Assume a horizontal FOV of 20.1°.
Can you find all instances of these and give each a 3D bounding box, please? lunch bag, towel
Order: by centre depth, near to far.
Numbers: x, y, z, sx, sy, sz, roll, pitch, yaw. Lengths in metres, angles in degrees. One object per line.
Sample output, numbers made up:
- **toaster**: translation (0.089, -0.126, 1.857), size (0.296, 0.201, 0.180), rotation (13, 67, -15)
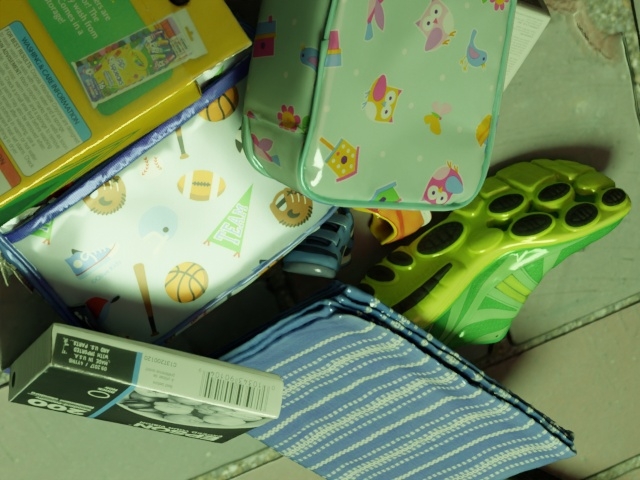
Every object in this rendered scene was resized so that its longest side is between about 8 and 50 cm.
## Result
- **lunch bag**: translation (0.057, -0.159, 1.492), size (0.224, 0.108, 0.279), rotation (1, 104, -39)
- **lunch bag**: translation (-0.146, -0.053, 1.557), size (0.303, 0.115, 0.243), rotation (-37, 120, -2)
- **towel**: translation (0.050, 0.169, 1.716), size (0.336, 0.040, 0.243), rotation (34, 133, -31)

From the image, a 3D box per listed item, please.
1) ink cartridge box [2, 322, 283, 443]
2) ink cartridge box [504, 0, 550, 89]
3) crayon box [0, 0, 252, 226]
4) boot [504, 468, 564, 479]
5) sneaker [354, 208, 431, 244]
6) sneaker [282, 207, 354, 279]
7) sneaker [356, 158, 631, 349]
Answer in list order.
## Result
- **ink cartridge box**: translation (-0.164, 0.134, 1.584), size (0.206, 0.208, 0.045), rotation (14, 71, -18)
- **ink cartridge box**: translation (0.105, -0.165, 1.650), size (0.145, 0.045, 0.179), rotation (15, 127, -27)
- **crayon box**: translation (-0.240, -0.144, 1.433), size (0.323, 0.083, 0.203), rotation (-33, 86, -2)
- **boot**: translation (0.230, 0.344, 1.916), size (0.236, 0.085, 0.178), rotation (28, 105, -23)
- **sneaker**: translation (0.051, -0.061, 1.645), size (0.067, 0.064, 0.175), rotation (-30, 130, -8)
- **sneaker**: translation (0.000, 0.000, 1.633), size (0.053, 0.144, 0.059), rotation (12, 103, 6)
- **sneaker**: translation (0.162, 0.023, 1.732), size (0.295, 0.109, 0.123), rotation (-30, 145, -7)
